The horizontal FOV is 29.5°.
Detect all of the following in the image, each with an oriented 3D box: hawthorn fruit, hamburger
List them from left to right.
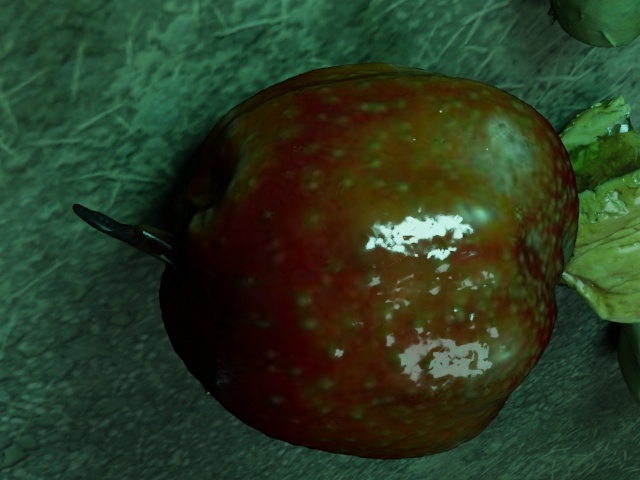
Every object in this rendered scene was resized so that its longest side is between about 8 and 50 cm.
[{"bbox_3d":[0.000,0.000,0.747,0.300,0.254,0.254,15,127,-17],"label":"hawthorn fruit"},{"bbox_3d":[0.245,-0.014,1.053,0.130,0.124,0.262,-22,145,13],"label":"hamburger"}]

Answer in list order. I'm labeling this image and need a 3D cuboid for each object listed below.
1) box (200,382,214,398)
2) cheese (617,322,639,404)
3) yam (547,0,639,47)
[{"bbox_3d":[-0.037,0.113,1.032,0.090,0.023,0.133,-37,147,6],"label":"box"},{"bbox_3d":[0.415,0.089,1.329,0.218,0.117,0.235,13,125,-48],"label":"cheese"},{"bbox_3d":[0.151,-0.241,0.699,0.083,0.083,0.371,-34,149,-2],"label":"yam"}]
